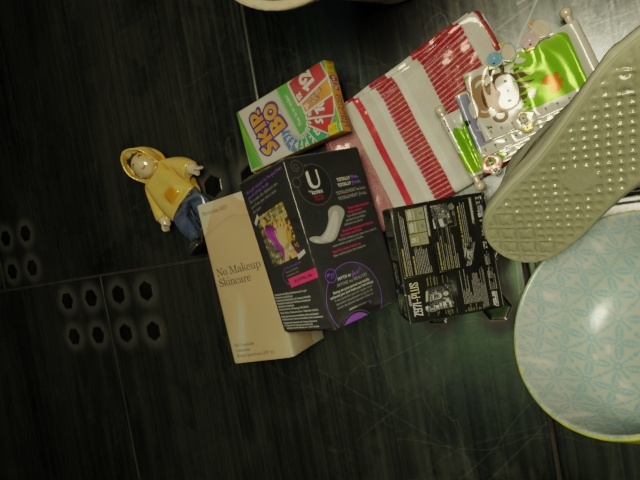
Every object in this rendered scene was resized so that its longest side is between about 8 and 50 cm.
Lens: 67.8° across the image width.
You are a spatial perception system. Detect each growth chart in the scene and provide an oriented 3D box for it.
[{"bbox_3d":[0.290,-0.207,0.701,0.237,0.021,0.171,-34,82,23],"label":"growth chart"}]

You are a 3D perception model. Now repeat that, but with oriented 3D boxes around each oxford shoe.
[{"bbox_3d":[0.366,-0.140,0.568,0.169,0.130,0.449,37,137,2],"label":"oxford shoe"}]

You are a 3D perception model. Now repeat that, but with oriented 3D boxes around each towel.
[{"bbox_3d":[0.168,-0.182,0.789,0.329,0.037,0.237,-30,83,27],"label":"towel"}]

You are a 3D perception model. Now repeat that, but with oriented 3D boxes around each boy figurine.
[{"bbox_3d":[-0.313,-0.108,1.018,0.285,0.092,0.177,48,117,11],"label":"boy figurine"}]

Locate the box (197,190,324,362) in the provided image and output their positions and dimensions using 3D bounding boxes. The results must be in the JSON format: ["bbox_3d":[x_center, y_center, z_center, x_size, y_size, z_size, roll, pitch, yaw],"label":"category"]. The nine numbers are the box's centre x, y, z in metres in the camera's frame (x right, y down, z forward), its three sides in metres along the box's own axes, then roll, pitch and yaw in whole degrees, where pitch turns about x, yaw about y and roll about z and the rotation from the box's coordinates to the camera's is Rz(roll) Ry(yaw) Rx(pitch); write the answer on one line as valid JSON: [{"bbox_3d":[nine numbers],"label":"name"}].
[{"bbox_3d":[-0.113,0.062,0.915,0.148,0.121,0.310,-15,89,29],"label":"box"}]

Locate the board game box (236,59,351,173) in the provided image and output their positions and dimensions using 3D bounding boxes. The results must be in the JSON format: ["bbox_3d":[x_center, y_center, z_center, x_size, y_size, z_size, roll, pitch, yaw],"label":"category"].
[{"bbox_3d":[-0.065,-0.216,0.880,0.260,0.039,0.124,-16,88,43],"label":"board game box"}]

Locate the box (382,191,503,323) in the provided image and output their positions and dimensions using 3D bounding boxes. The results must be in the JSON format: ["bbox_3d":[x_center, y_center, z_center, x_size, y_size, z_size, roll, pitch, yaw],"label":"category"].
[{"bbox_3d":[0.188,0.026,0.746,0.148,0.077,0.180,-11,92,-1],"label":"box"}]

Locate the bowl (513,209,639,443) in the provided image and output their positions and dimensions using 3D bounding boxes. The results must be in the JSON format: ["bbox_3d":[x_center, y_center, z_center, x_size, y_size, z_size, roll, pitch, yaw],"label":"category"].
[{"bbox_3d":[0.417,0.122,0.610,0.156,0.289,0.289,24,113,-22],"label":"bowl"}]

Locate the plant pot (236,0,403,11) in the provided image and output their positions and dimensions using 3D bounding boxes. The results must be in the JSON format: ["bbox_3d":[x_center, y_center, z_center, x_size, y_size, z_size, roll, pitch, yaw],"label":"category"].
[{"bbox_3d":[0.039,-0.469,0.652,0.334,0.305,0.333,10,107,33],"label":"plant pot"}]

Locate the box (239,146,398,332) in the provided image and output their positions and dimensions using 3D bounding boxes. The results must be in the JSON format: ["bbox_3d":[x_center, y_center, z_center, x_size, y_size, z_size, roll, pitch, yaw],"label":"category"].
[{"bbox_3d":[0.000,0.000,0.799,0.143,0.165,0.270,-15,91,51],"label":"box"}]
